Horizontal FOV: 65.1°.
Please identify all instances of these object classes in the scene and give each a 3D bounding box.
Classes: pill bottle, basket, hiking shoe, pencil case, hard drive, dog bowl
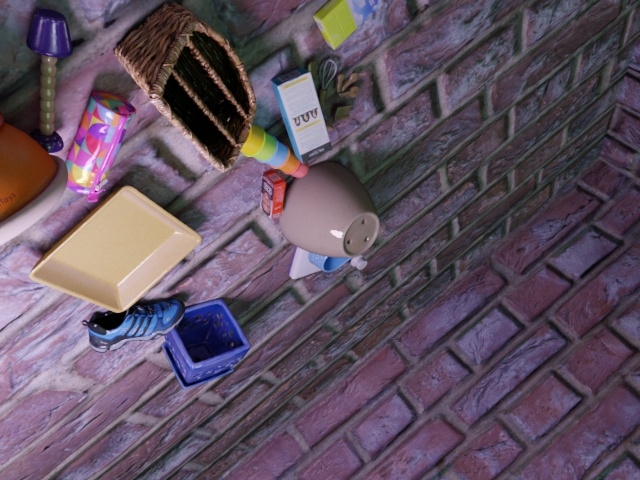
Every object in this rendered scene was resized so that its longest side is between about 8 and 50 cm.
[{"bbox_3d":[0.140,0.067,2.106,0.067,0.120,0.067,-29,145,-22],"label":"pill bottle"},{"bbox_3d":[-0.254,-0.337,1.107,0.213,0.223,0.299,-41,147,-2],"label":"basket"},{"bbox_3d":[-0.566,0.247,1.562,0.304,0.113,0.132,-22,143,-29],"label":"hiking shoe"},{"bbox_3d":[-0.494,-0.210,1.115,0.105,0.104,0.236,1,127,-48],"label":"pencil case"},{"bbox_3d":[0.000,0.000,1.950,0.210,0.040,0.318,-17,140,-35],"label":"hard drive"},{"bbox_3d":[0.093,0.012,1.956,0.297,0.074,0.165,-37,148,-8],"label":"dog bowl"}]

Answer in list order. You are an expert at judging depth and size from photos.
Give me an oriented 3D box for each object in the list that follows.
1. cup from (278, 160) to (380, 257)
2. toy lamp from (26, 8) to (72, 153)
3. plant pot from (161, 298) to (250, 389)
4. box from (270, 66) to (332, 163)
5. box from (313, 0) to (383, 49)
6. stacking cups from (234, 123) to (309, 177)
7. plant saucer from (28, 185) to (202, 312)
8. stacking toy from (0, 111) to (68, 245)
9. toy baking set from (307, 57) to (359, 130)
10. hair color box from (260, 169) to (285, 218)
[{"bbox_3d":[0.060,-0.072,1.693,0.331,0.237,0.330,-24,132,-29],"label":"cup"},{"bbox_3d":[-0.533,-0.307,0.981,0.080,0.080,0.274,-10,138,-41],"label":"toy lamp"},{"bbox_3d":[-0.420,0.378,1.775,0.236,0.236,0.212,-13,144,-39],"label":"plant pot"},{"bbox_3d":[-0.050,-0.346,1.400,0.101,0.060,0.244,-27,130,-10],"label":"box"},{"bbox_3d":[0.074,-0.603,1.313,0.178,0.042,0.109,-43,149,1],"label":"box"},{"bbox_3d":[-0.134,-0.259,1.452,0.096,0.096,0.316,-52,148,14],"label":"stacking cups"},{"bbox_3d":[-0.542,0.019,1.350,0.333,0.081,0.333,-43,148,-1],"label":"plant saucer"},{"bbox_3d":[-0.678,-0.214,0.798,0.351,0.351,0.479,-30,128,-19],"label":"stacking toy"},{"bbox_3d":[0.016,-0.429,1.476,0.256,0.030,0.196,6,122,-50],"label":"toy baking set"},{"bbox_3d":[-0.152,-0.144,1.586,0.043,0.072,0.141,-22,142,-30],"label":"hair color box"}]
